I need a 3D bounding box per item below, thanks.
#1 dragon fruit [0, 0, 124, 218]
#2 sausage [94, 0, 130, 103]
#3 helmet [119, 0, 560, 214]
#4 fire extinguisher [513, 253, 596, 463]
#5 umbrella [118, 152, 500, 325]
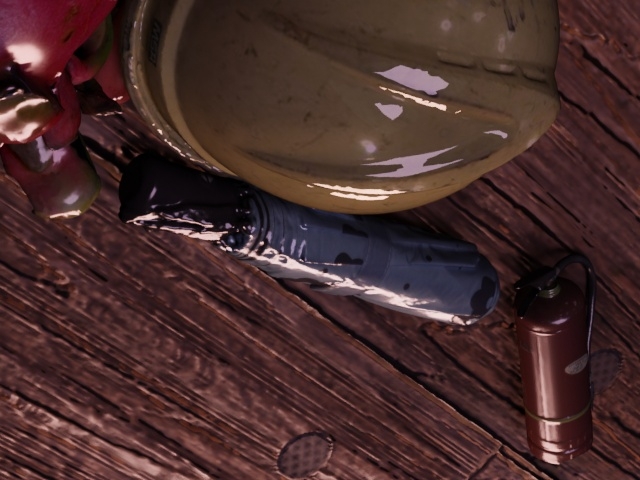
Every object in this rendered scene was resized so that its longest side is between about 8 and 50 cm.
[{"bbox_3d":[-0.157,-0.134,0.754,0.218,0.198,0.273,-39,165,-38],"label":"dragon fruit"},{"bbox_3d":[-0.054,-0.152,0.891,0.029,0.029,0.223,20,112,-38],"label":"sausage"},{"bbox_3d":[0.048,-0.088,0.900,0.257,0.137,0.204,-15,132,-30],"label":"helmet"},{"bbox_3d":[0.148,0.065,1.162,0.078,0.045,0.157,-44,139,-34],"label":"fire extinguisher"},{"bbox_3d":[0.001,-0.002,1.017,0.250,0.052,0.053,19,68,-36],"label":"umbrella"}]
